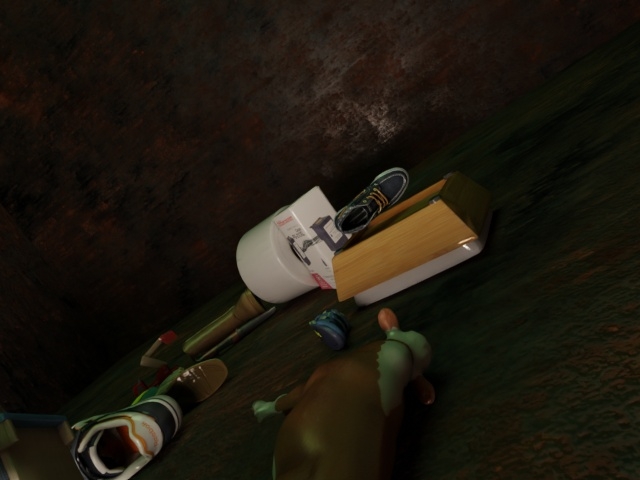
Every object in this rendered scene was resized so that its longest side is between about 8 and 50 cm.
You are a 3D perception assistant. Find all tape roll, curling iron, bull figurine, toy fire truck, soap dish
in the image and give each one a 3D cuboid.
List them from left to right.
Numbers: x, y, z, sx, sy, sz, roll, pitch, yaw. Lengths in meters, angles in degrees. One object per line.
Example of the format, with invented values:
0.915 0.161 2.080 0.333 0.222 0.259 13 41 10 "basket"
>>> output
-0.483 0.371 1.352 0.192 0.135 0.047 -37 6 -19 "toy fire truck"
-0.244 0.271 1.315 0.274 0.035 0.068 -36 6 -13 "curling iron"
-0.093 0.041 1.311 0.169 0.246 0.246 -29 9 40 "tape roll"
0.006 0.181 0.407 0.188 0.101 0.310 -36 3 23 "bull figurine"
0.170 -0.008 0.870 0.291 0.118 0.229 -30 8 33 "soap dish"

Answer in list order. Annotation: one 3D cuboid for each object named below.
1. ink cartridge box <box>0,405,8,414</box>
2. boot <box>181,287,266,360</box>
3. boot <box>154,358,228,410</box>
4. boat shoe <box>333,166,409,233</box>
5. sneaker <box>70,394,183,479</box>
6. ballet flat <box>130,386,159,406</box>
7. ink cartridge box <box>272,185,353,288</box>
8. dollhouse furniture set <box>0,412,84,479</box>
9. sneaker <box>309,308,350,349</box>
-0.861 0.536 1.073 0.272 0.130 0.309 -21 -43 -22 "ink cartridge box"
-0.295 0.264 1.391 0.270 0.089 0.236 -35 -11 -12 "boot"
-0.301 0.325 1.043 0.213 0.077 0.165 -36 4 -4 "boot"
0.106 -0.074 0.897 0.183 0.065 0.083 -40 9 2 "boat shoe"
-0.423 0.400 0.865 0.321 0.126 0.127 -32 1 14 "sneaker"
-0.433 0.424 1.056 0.077 0.077 0.231 -55 0 11 "ballet flat"
0.000 0.000 1.150 0.100 0.237 0.172 -37 6 -20 "ink cartridge box"
-0.427 0.404 0.587 0.198 0.286 0.303 -41 -21 -7 "dollhouse furniture set"
0.022 0.147 0.789 0.059 0.053 0.144 -34 7 -10 "sneaker"
